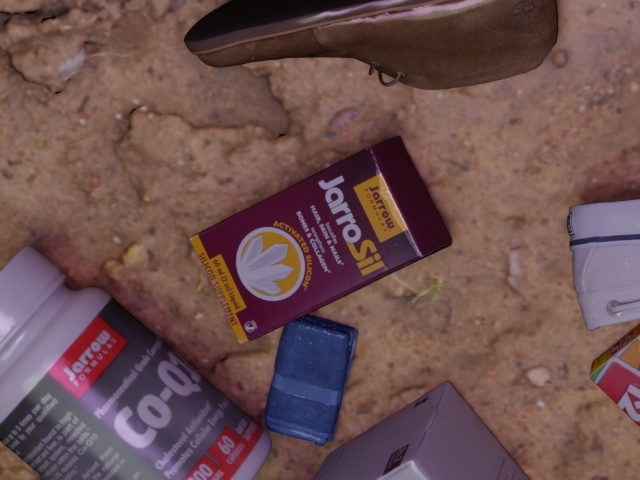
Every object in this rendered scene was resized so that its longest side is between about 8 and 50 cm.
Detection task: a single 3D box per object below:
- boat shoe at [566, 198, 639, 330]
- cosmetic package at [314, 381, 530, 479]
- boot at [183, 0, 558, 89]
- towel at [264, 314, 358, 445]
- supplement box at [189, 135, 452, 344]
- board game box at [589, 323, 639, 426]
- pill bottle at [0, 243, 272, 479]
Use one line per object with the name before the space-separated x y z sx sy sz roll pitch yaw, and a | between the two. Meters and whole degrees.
boat shoe | 0.374 0.037 1.490 0.367 0.136 0.156 -4 90 19
cosmetic package | 0.095 0.255 1.671 0.151 0.151 0.184 -35 99 25
boot | 0.041 -0.163 1.541 0.305 0.112 0.115 -9 120 16
towel | -0.010 0.123 1.711 0.067 0.029 0.119 16 116 9
supplement box | 0.000 0.000 1.616 0.188 0.081 0.104 -27 88 23
board game box | 0.362 0.163 1.628 0.259 0.039 0.124 43 117 -8
pill bottle | -0.196 0.145 1.697 0.283 0.161 0.161 41 116 -5
